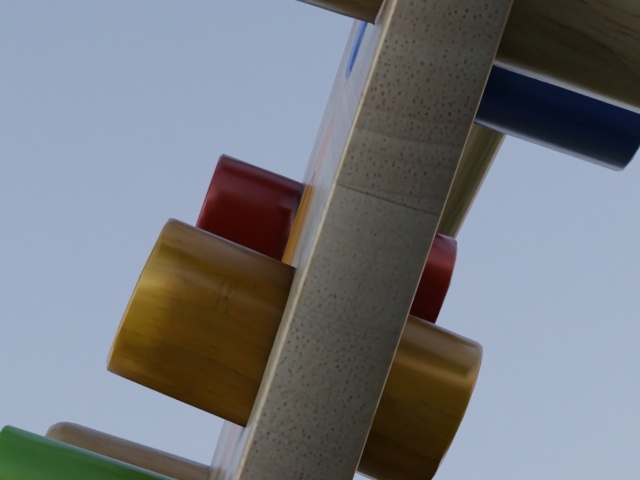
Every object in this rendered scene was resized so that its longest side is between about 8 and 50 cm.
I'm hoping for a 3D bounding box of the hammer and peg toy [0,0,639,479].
[{"bbox_3d":[0.000,0.000,0.542,0.127,0.361,0.266,18,-81,-2],"label":"hammer and peg toy"}]
